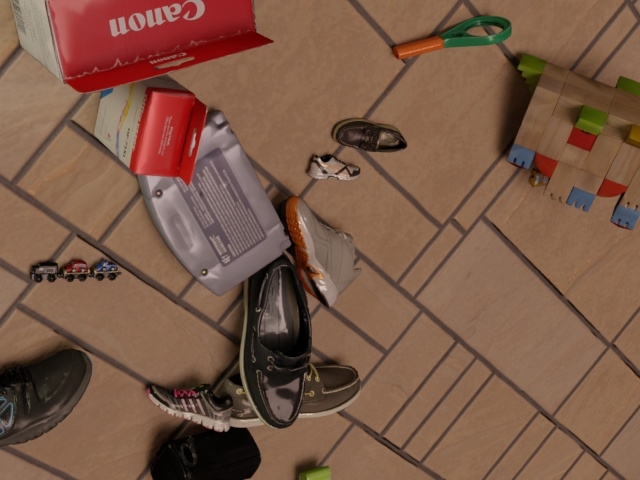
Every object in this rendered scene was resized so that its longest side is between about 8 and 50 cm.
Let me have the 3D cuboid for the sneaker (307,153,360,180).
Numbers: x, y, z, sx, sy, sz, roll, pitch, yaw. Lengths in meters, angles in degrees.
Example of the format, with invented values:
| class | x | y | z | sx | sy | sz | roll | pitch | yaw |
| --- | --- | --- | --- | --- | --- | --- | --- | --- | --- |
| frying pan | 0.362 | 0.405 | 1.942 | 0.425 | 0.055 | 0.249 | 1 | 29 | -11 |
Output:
| class | x | y | z | sx | sy | sz | roll | pitch | yaw |
| --- | --- | --- | --- | --- | --- | --- | --- | --- | --- |
| sneaker | 0.029 | -0.135 | 2.047 | 0.109 | 0.040 | 0.044 | -1 | 112 | -33 |

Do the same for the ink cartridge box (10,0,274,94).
| class | x | y | z | sx | sy | sz | roll | pitch | yaw |
| --- | --- | --- | --- | --- | --- | --- | --- | --- | --- |
| ink cartridge box | -0.260 | -0.340 | 1.607 | 0.309 | 0.272 | 0.130 | -21 | 123 | -24 |

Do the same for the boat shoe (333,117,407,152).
| class | x | y | z | sx | sy | sz | roll | pitch | yaw |
| --- | --- | --- | --- | --- | --- | --- | --- | --- | --- |
| boat shoe | 0.096 | -0.192 | 2.054 | 0.152 | 0.049 | 0.056 | -2 | 114 | -32 |

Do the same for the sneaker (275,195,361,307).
| class | x | y | z | sx | sy | sz | roll | pitch | yaw |
| --- | --- | --- | --- | --- | --- | --- | --- | --- | --- |
| sneaker | 0.000 | 0.000 | 2.074 | 0.121 | 0.099 | 0.262 | -40 | 136 | -19 |

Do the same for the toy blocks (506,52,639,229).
| class | x | y | z | sx | sy | sz | roll | pitch | yaw |
| --- | --- | --- | --- | --- | --- | --- | --- | --- | --- |
| toy blocks | 0.532 | -0.178 | 2.204 | 0.191 | 0.381 | 0.261 | -61 | 170 | -45 |

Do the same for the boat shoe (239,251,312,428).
| class | x | y | z | sx | sy | sz | roll | pitch | yaw |
| --- | --- | --- | --- | --- | --- | --- | --- | --- | --- |
| boat shoe | -0.070 | 0.187 | 2.035 | 0.127 | 0.113 | 0.340 | -1 | 94 | -27 |

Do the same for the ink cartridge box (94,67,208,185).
| class | x | y | z | sx | sy | sz | roll | pitch | yaw |
| --- | --- | --- | --- | --- | --- | --- | --- | --- | --- |
| ink cartridge box | -0.264 | -0.184 | 1.709 | 0.078 | 0.231 | 0.134 | 2 | 112 | -34 |

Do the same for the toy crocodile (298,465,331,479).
| class | x | y | z | sx | sy | sz | roll | pitch | yaw |
| --- | --- | --- | --- | --- | --- | --- | --- | --- | --- |
| toy crocodile | -0.018 | 0.632 | 2.365 | 0.115 | 0.105 | 0.341 | -6 | 116 | -31 |

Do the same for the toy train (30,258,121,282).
| class | x | y | z | sx | sy | sz | roll | pitch | yaw |
| --- | --- | --- | --- | --- | --- | --- | --- | --- | --- |
| toy train | -0.410 | 0.050 | 1.868 | 0.158 | 0.027 | 0.036 | -1 | 103 | -32 |

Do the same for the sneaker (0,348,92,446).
| class | x | y | z | sx | sy | sz | roll | pitch | yaw |
| --- | --- | --- | --- | --- | --- | --- | --- | --- | --- |
| sneaker | -0.538 | 0.272 | 1.836 | 0.341 | 0.125 | 0.140 | -33 | 122 | -17 |

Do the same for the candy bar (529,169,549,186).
| class | x | y | z | sx | sy | sz | roll | pitch | yaw |
| --- | --- | --- | --- | --- | --- | --- | --- | --- | --- |
| candy bar | 0.512 | -0.137 | 2.371 | 0.161 | 0.018 | 0.040 | -6 | 113 | -30 |

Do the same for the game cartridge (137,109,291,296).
| class | x | y | z | sx | sy | sz | roll | pitch | yaw |
| --- | --- | --- | --- | --- | --- | --- | --- | --- | --- |
| game cartridge | -0.190 | -0.056 | 1.921 | 0.196 | 0.060 | 0.294 | -36 | 121 | -17 |

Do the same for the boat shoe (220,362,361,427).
| class | x | y | z | sx | sy | sz | roll | pitch | yaw |
| --- | --- | --- | --- | --- | --- | --- | --- | --- | --- |
| boat shoe | -0.053 | 0.286 | 2.165 | 0.305 | 0.109 | 0.091 | -8 | 122 | -25 |

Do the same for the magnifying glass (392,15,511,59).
| class | x | y | z | sx | sy | sz | roll | pitch | yaw |
| --- | --- | --- | --- | --- | --- | --- | --- | --- | --- |
| magnifying glass | 0.244 | -0.373 | 2.045 | 0.231 | 0.092 | 0.026 | -18 | 125 | -12 |

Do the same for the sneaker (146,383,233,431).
| class | x | y | z | sx | sy | sz | roll | pitch | yaw |
| --- | --- | --- | --- | --- | --- | --- | --- | --- | --- |
| sneaker | -0.237 | 0.293 | 2.059 | 0.170 | 0.063 | 0.075 | 22 | 97 | -10 |

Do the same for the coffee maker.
| class | x | y | z | sx | sy | sz | roll | pitch | yaw |
| --- | --- | --- | --- | --- | --- | --- | --- | --- | --- |
| coffee maker | -0.205 | 0.417 | 2.097 | 0.178 | 0.171 | 0.120 | -10 | 79 | -40 |
